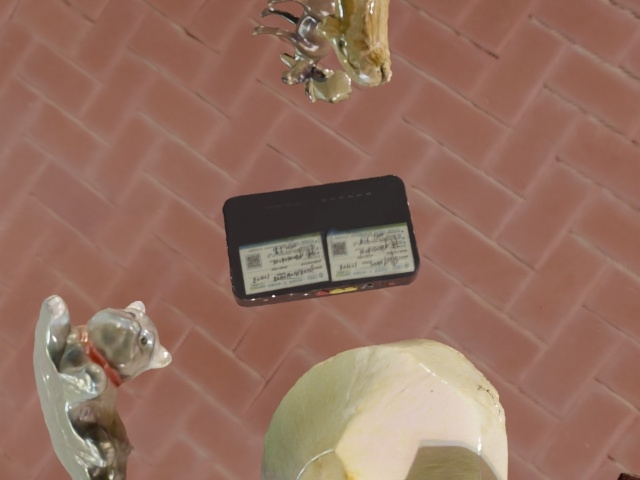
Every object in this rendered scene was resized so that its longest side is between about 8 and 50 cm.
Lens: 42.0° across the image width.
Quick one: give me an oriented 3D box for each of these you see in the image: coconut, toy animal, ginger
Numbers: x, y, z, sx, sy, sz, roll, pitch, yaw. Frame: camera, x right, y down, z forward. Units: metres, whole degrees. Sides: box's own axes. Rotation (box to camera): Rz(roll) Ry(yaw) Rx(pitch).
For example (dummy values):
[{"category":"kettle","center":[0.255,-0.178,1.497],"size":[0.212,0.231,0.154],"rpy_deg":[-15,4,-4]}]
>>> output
[{"category":"coconut","center":[0.063,0.219,0.825],"size":[0.259,0.259,0.259],"rpy_deg":[-1,85,15]},{"category":"toy animal","center":[-0.323,0.255,1.310],"size":[0.308,0.188,0.266],"rpy_deg":[51,126,16]},{"category":"toy animal","center":[-0.015,-0.311,1.331],"size":[0.186,0.214,0.093],"rpy_deg":[25,51,-10]},{"category":"ginger","center":[0.033,-0.184,0.631],"size":[0.057,0.044,0.137],"rpy_deg":[7,89,-20]}]

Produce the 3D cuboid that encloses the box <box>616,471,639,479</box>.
[{"category":"box","center":[0.294,0.297,0.613],"size":[0.240,0.074,0.153],"rpy_deg":[34,82,-13]}]

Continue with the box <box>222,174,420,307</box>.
[{"category":"box","center":[0.000,0.000,1.553],"size":[0.350,0.058,0.211],"rpy_deg":[-7,70,-4]}]
